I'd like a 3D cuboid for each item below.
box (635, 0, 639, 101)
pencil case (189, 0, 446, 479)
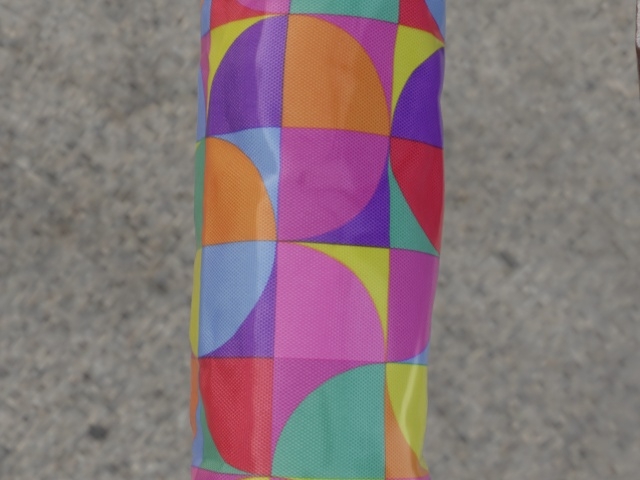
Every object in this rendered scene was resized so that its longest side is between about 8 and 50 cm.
[{"bbox_3d":[0.221,-0.050,0.580,0.203,0.168,0.167,-3,38,14],"label":"box"},{"bbox_3d":[0.000,0.000,0.611,0.104,0.104,0.236,4,86,-33],"label":"pencil case"}]
